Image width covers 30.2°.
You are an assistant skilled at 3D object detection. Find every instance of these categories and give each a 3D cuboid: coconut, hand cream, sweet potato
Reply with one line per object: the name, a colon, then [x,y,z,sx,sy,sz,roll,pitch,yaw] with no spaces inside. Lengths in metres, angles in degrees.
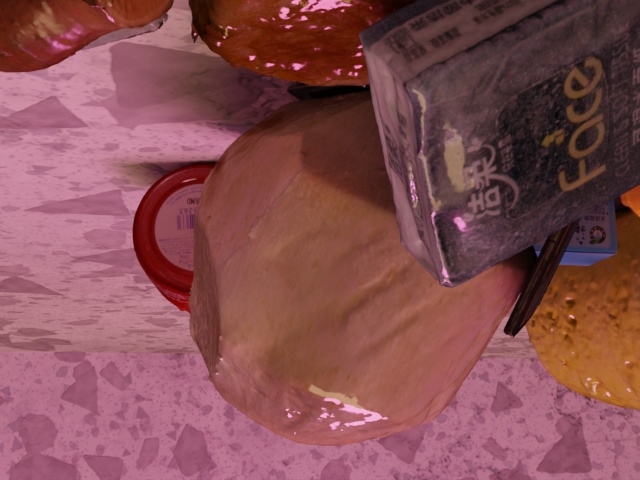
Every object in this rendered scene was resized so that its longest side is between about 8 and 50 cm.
coconut: [0.035,0.003,1.287,0.344,0.415,0.415,21,156,-33]
hand cream: [-0.155,0.000,1.608,0.193,0.193,0.125,-1,165,1]
sweet potato: [-0.264,-0.193,0.945,0.336,0.131,0.131,-10,164,32]

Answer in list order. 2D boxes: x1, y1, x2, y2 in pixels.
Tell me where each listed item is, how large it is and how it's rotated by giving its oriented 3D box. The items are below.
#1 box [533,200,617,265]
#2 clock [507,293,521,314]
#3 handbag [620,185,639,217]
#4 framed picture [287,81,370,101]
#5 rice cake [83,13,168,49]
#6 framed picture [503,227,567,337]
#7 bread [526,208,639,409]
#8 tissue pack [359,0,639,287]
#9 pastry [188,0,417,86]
box: [0.261,-0.047,1.537,0.232,0.143,0.083,2,166,-14]
clock: [0.106,0.062,1.579,0.324,0.265,0.109,-29,143,-34]
handbag: [0.487,-0.078,1.329,0.283,0.133,0.401,-27,164,12]
framed picture: [0.141,-0.160,1.333,0.293,0.018,0.231,-7,165,22]
rice cake: [-0.237,-0.200,1.115,0.211,0.034,0.043,-7,156,26]
framed picture: [0.269,-0.031,1.261,0.016,0.265,0.347,25,-174,12]
bread: [0.493,0.094,1.773,0.348,0.348,0.308,11,171,-39]
tissue pack: [0.194,-0.123,0.904,0.315,0.103,0.228,-28,137,-10]
pastry: [0.014,-0.210,0.920,0.235,0.121,0.257,-2,163,-13]
